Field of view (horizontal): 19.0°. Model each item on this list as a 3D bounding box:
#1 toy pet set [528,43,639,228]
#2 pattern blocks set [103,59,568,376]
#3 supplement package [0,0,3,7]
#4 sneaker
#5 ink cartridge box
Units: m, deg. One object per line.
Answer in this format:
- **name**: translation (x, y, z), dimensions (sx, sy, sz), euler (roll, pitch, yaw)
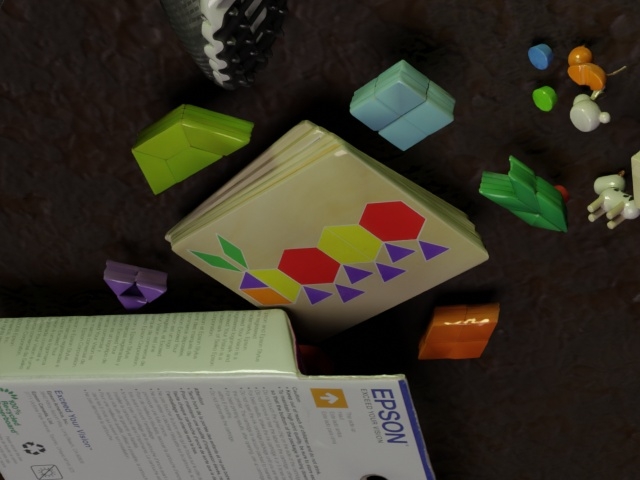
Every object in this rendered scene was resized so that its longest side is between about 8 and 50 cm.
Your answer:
- **toy pet set**: translation (0.193, -0.066, 1.151), dimensions (0.114, 0.065, 0.122), euler (28, 144, 38)
- **pattern blocks set**: translation (0.000, 0.000, 1.245), dimensions (0.325, 0.026, 0.285), euler (-20, 133, 35)
- **supplement package**: translation (-0.214, -0.244, 1.007), dimensions (0.139, 0.134, 0.244), euler (15, 135, 0)
- **sneaker**: translation (-0.082, -0.179, 1.085), dimensions (0.106, 0.078, 0.234), euler (26, 156, 24)
- **ink cartridge box**: translation (-0.066, 0.171, 1.405), dimensions (0.330, 0.071, 0.324), euler (-2, 140, 13)
